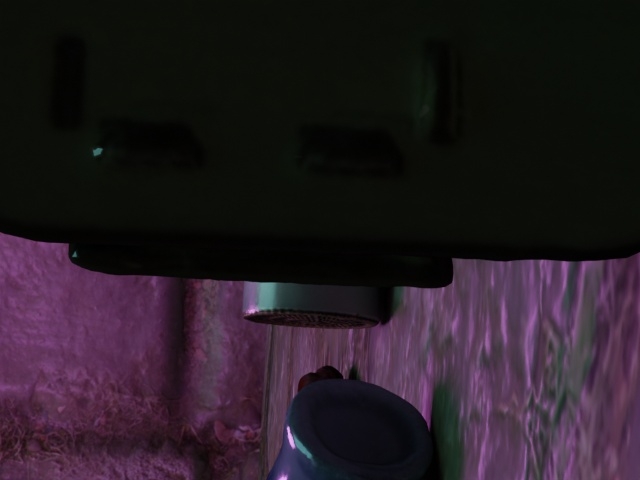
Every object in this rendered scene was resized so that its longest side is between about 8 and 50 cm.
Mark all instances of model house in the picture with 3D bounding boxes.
[{"bbox_3d":[0.001,-0.082,0.448,0.278,0.218,0.205,96,177,-83],"label":"model house"}]

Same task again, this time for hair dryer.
[{"bbox_3d":[0.000,0.000,1.106,0.357,0.108,0.173,85,-170,-80],"label":"hair dryer"}]

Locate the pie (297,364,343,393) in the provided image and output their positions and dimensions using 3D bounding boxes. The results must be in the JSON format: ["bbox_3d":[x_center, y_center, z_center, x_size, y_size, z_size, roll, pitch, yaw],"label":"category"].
[{"bbox_3d":[0.001,0.201,1.151,0.182,0.050,0.182,2,-90,-90],"label":"pie"}]

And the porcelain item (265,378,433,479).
[{"bbox_3d":[-0.007,0.210,0.795,0.141,0.141,0.259,-95,17,-59],"label":"porcelain item"}]
